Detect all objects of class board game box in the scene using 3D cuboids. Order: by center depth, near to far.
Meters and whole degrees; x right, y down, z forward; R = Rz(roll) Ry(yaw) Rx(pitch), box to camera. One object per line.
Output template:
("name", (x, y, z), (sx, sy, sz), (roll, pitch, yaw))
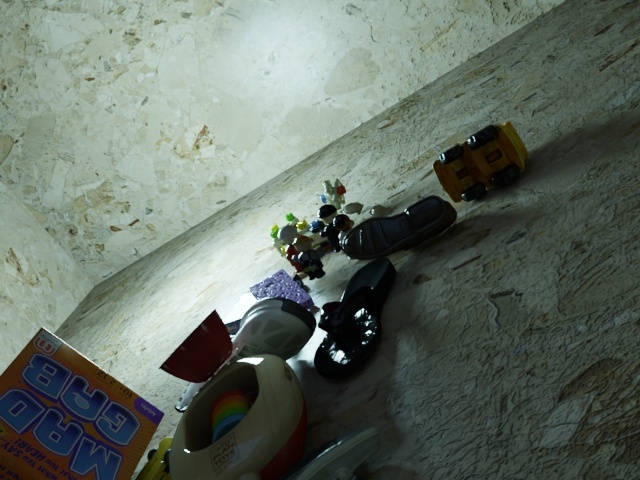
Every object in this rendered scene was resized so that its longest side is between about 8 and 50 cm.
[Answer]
("board game box", (-0.637, 0.496, 1.791), (0.356, 0.356, 0.356), (-47, 11, 27))
("board game box", (-0.177, 0.192, 2.368), (0.243, 0.042, 0.165), (-21, 23, 42))

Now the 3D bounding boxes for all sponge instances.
("sponge", (-0.110, 0.155, 2.232), (0.117, 0.031, 0.210), (-29, 30, -13))

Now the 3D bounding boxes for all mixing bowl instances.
("mixing bowl", (-0.259, 0.247, 1.766), (0.181, 0.098, 0.181), (-48, 1, 1))

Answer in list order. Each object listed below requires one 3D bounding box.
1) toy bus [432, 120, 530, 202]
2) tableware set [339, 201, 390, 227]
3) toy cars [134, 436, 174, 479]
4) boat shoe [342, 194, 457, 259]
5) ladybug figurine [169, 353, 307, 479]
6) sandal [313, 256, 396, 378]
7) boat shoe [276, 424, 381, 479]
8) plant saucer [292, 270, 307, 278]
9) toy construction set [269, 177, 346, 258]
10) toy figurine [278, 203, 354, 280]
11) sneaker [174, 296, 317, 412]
("toy bus", (0.433, -0.217, 2.101), (0.220, 0.149, 0.211), (-29, 5, 32))
("tableware set", (0.123, -0.070, 2.423), (0.169, 0.020, 0.141), (4, 39, 30))
("toy cars", (-0.345, 0.565, 1.642), (0.176, 0.087, 0.393), (-40, 19, 15))
("boat shoe", (0.207, -0.015, 2.059), (0.307, 0.104, 0.110), (-20, 67, 28))
("ladybug figurine", (-0.147, 0.386, 1.576), (0.305, 0.162, 0.449), (-37, 16, 4))
("sandal", (0.063, 0.159, 1.860), (0.167, 0.107, 0.446), (-28, 19, 26))
("boat shoe", (-0.018, 0.431, 1.344), (0.320, 0.103, 0.118), (-36, -3, -18))
("plant saucer", (-0.057, 0.094, 2.436), (0.083, 0.015, 0.083), (-33, 17, 12))
("toy construction set", (-0.030, -0.048, 2.568), (0.328, 0.151, 0.215), (-40, 13, 31))
("toy figurine", (0.000, 0.000, 2.283), (0.213, 0.148, 0.209), (-26, 15, -11))
("sneaker", (-0.183, 0.319, 1.873), (0.447, 0.169, 0.257), (-38, 21, 43))
